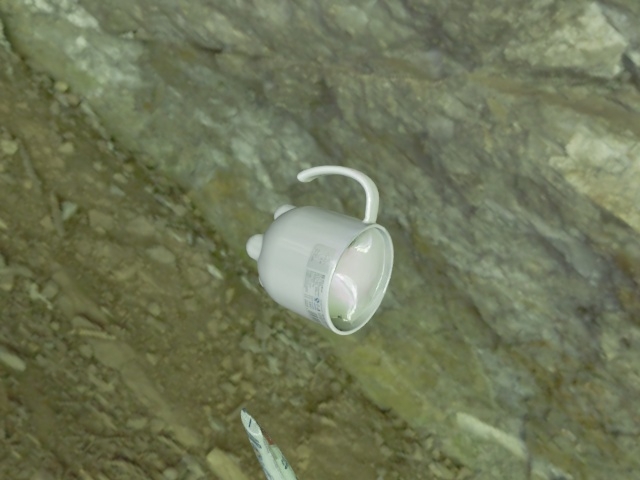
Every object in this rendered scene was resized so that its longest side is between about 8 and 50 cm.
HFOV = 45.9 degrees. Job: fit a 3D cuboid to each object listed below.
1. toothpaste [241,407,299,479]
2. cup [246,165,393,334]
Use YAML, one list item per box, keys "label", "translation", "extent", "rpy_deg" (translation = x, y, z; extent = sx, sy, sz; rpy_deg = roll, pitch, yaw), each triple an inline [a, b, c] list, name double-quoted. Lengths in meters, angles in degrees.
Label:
- label: "toothpaste"
  translation: [-0.050, 0.321, 1.011]
  extent: [0.062, 0.039, 0.239]
  rpy_deg: [32, -30, 57]
- label: "cup"
  translation: [-0.007, 0.008, 0.900]
  extent: [0.142, 0.134, 0.174]
  rpy_deg: [22, -49, 33]
